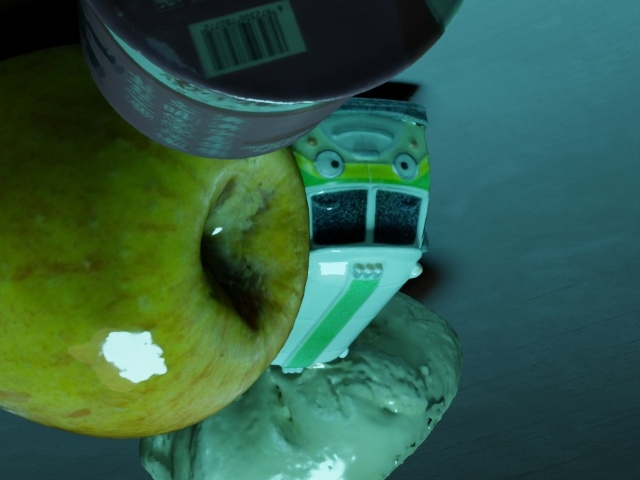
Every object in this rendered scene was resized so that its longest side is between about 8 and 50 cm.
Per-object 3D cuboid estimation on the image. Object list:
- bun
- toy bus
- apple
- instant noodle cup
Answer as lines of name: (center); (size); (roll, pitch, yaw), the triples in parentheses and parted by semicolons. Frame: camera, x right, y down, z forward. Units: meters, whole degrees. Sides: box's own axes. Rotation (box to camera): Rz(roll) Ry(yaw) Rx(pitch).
bun: (-0.035, 0.168, 1.507); (0.360, 0.211, 0.360); (-36, -177, 2)
toy bus: (0.000, 0.000, 1.275); (0.134, 0.164, 0.276); (0, 157, -18)
apple: (-0.168, 0.001, 1.079); (0.275, 0.299, 0.299); (-6, 161, 31)
instant noodle cup: (-0.045, -0.160, 0.851); (0.235, 0.234, 0.178); (-2, 166, -15)
